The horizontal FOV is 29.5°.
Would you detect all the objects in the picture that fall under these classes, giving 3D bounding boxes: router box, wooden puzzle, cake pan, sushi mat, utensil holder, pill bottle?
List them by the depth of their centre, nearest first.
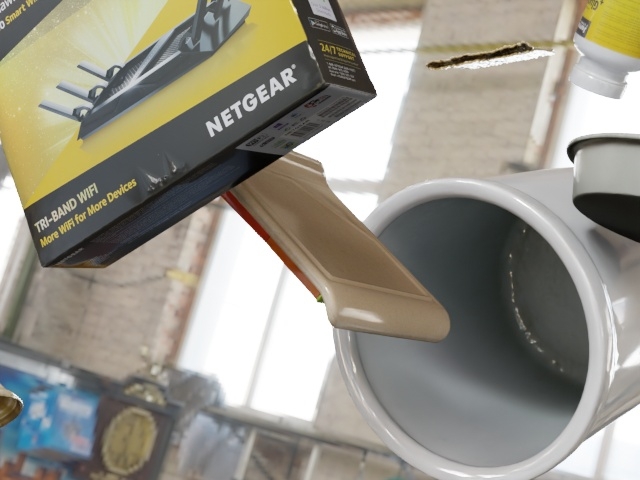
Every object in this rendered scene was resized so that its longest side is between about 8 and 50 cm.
[{"bbox_3d":[-0.133,-0.149,0.976,0.309,0.243,0.081,-30,-17,28],"label":"router box"},{"bbox_3d":[0.000,0.000,1.137,0.239,0.044,0.221,53,20,27],"label":"wooden puzzle"},{"bbox_3d":[0.368,-0.025,1.149,0.293,0.054,0.293,19,-5,2],"label":"cake pan"},{"bbox_3d":[0.255,0.074,1.408,0.327,0.328,0.385,6,11,37],"label":"utensil holder"},{"bbox_3d":[0.386,-0.279,1.551,0.103,0.184,0.103,17,20,-7],"label":"pill bottle"},{"bbox_3d":[0.255,-0.269,1.786,0.151,0.019,0.316,-9,5,17],"label":"sushi mat"}]

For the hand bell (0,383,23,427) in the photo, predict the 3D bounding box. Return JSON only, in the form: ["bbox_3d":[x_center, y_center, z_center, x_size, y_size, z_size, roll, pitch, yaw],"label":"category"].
[{"bbox_3d":[-0.410,0.084,1.327,0.126,0.242,0.126,-15,-24,-7],"label":"hand bell"}]
